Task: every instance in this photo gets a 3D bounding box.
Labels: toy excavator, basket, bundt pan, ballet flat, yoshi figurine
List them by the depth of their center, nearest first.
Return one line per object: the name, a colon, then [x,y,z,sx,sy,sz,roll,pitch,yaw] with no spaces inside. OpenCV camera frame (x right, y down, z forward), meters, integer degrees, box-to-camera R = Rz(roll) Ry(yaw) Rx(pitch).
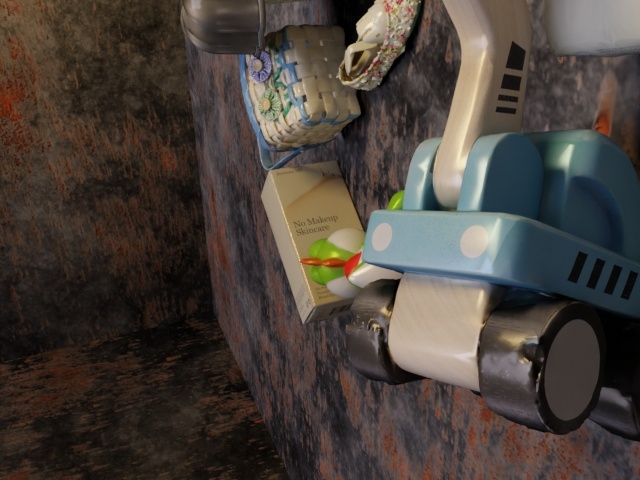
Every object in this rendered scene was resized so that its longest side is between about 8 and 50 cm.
toy excavator: [0.159,-0.071,0.606,0.222,0.433,0.444,3,78,53]
ballet flat: [0.086,-0.316,1.051,0.241,0.077,0.091,119,136,-62]
yoshi figurine: [0.127,0.036,1.082,0.203,0.203,0.362,43,159,-27]
bundt pan: [-0.189,-0.464,1.100,0.331,0.124,0.330,168,90,-79]
basket: [-0.065,-0.293,1.302,0.289,0.201,0.254,-20,83,61]

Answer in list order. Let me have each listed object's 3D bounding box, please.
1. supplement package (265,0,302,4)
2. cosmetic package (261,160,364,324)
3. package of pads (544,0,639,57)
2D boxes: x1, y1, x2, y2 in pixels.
supplement package: [-0.019,-0.510,1.055,0.149,0.194,0.203,160,99,-73]
cosmetic package: [0.000,0.000,1.361,0.113,0.160,0.309,118,136,-60]
package of pads: [0.270,-0.295,0.500,0.229,0.101,0.296,-154,55,-66]
